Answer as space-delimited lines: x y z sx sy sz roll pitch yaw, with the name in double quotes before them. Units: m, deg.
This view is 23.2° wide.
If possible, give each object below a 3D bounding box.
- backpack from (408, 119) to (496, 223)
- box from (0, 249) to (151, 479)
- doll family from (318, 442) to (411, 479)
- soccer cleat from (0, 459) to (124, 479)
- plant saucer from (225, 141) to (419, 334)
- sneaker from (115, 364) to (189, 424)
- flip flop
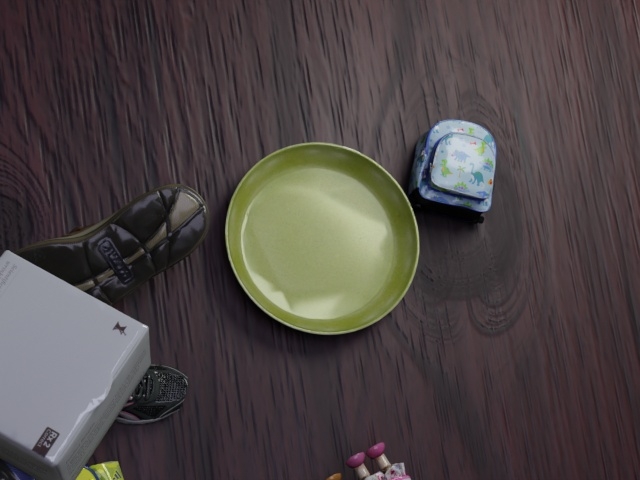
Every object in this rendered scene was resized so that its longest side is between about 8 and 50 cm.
"backpack" 0.170 -0.092 1.932 0.105 0.084 0.114 13 69 -13
"box" -0.302 0.141 1.654 0.182 0.119 0.181 28 66 8
"doll family" 0.017 0.355 1.763 0.263 0.118 0.163 -21 65 -25
"soccer cleat" -0.240 0.308 1.713 0.289 0.093 0.121 44 67 1
"plant saucer" 0.000 0.000 1.889 0.241 0.037 0.241 3 74 -13
"sneaker" -0.236 0.169 1.761 0.178 0.077 0.072 -1 76 -15
"flip flop" -0.256 0.019 1.791 0.277 0.080 0.112 -30 101 -2
